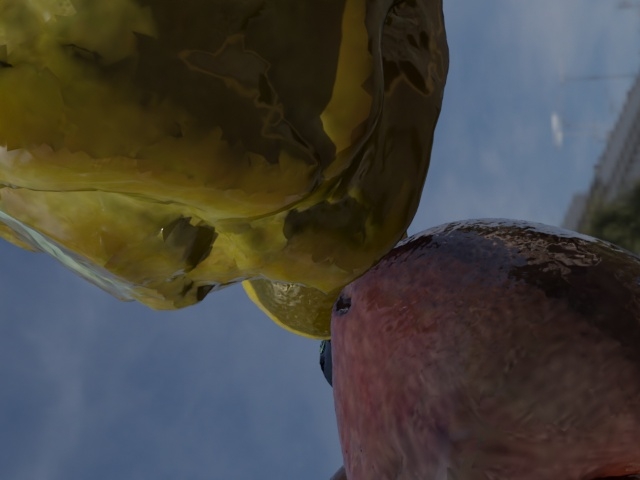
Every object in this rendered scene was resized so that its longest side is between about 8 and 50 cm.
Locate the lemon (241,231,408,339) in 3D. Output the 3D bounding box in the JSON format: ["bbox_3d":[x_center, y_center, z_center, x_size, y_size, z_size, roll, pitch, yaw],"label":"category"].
[{"bbox_3d":[0.001,-0.002,1.331,0.193,0.180,0.180,111,-176,-45],"label":"lemon"}]

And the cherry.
[{"bbox_3d":[0.124,0.111,0.899,0.221,0.307,0.261,15,-71,-50],"label":"cherry"}]

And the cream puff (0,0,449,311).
[{"bbox_3d":[-0.069,-0.120,0.527,0.270,0.274,0.323,-62,-34,-6],"label":"cream puff"}]

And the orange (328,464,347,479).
[{"bbox_3d":[0.112,0.305,1.348,0.261,0.261,0.261,-1,-90,-65],"label":"orange"}]

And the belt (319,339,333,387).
[{"bbox_3d":[0.051,0.129,1.558,0.140,0.105,0.058,-102,21,-55],"label":"belt"}]
